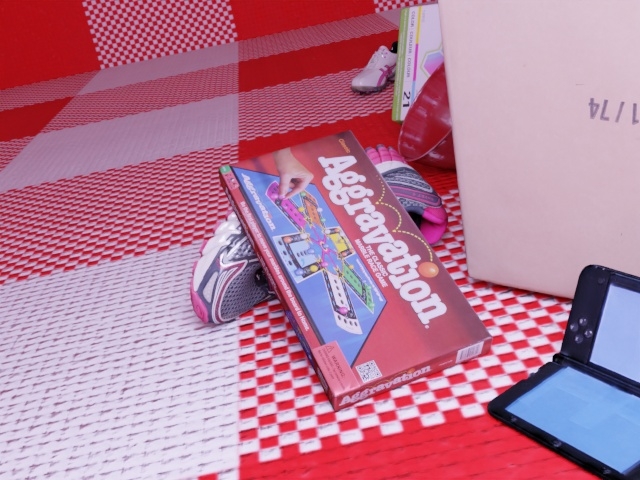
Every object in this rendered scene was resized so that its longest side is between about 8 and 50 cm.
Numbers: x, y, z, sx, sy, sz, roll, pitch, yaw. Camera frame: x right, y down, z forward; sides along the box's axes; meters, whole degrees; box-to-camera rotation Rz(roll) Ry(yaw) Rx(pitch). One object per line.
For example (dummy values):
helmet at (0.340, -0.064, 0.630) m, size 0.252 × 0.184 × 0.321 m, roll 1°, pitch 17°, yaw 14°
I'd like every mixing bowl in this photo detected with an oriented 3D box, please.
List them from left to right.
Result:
mixing bowl at (0.199, -0.166, 1.131) m, size 0.098 × 0.181 × 0.181 m, roll 28°, pitch 11°, yaw -20°

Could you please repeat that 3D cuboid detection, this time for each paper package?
paper package at (0.284, -0.102, 0.686) m, size 0.325 × 0.309 × 0.168 m, roll 10°, pitch 28°, yaw 42°

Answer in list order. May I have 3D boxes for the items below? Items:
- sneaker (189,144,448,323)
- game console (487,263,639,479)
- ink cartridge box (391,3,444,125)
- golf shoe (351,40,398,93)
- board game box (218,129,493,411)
sneaker at (0.000, 0.000, 0.856) m, size 0.299 × 0.121 × 0.112 m, roll -29°, pitch 57°, yaw -22°
game console at (0.203, 0.087, 0.570) m, size 0.085 × 0.124 × 0.144 m, roll 7°, pitch 9°, yaw -34°
ink cartridge box at (0.251, -0.268, 1.261) m, size 0.255 × 0.188 × 0.097 m, roll 1°, pitch -8°, yaw 31°
golf shoe at (0.120, -0.365, 1.739) m, size 0.067 × 0.086 × 0.186 m, roll 7°, pitch 29°, yaw 36°
board game box at (0.021, 0.011, 0.747) m, size 0.145 × 0.027 × 0.281 m, roll -17°, pitch 51°, yaw -16°
